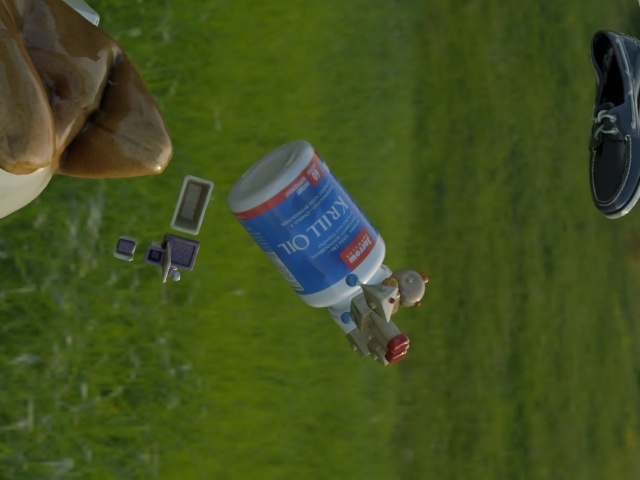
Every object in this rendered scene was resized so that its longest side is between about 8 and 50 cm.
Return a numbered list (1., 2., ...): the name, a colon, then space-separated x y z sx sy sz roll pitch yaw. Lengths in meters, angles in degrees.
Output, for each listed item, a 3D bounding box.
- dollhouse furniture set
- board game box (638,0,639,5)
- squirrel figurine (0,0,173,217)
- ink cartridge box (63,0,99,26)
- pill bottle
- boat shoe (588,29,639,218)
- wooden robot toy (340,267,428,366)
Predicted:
1. dollhouse furniture set: -0.166 -0.014 1.530 0.081 0.091 0.114 -106 -146 -68
2. board game box: 0.327 -0.298 0.912 0.097 0.224 0.303 58 43 -46
3. squirrel figurine: -0.341 -0.190 1.062 0.370 0.281 0.397 45 23 -61
4. ink cartridge box: -0.337 -0.229 1.563 0.150 0.063 0.109 14 107 -32
5. pill bottle: 0.000 0.000 1.679 0.221 0.124 0.124 51 42 -20
6. boat shoe: 0.301 -0.125 1.480 0.065 0.075 0.206 23 67 -36
7. wooden robot toy: 0.072 0.064 1.307 0.079 0.076 0.173 -35 161 -16
